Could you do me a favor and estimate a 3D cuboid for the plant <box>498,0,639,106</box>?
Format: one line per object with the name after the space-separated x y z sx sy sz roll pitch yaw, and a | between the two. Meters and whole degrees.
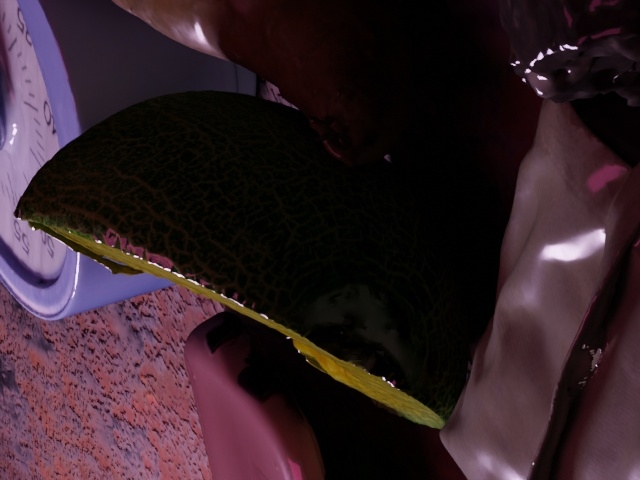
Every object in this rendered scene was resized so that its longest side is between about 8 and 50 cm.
0.105 -0.187 0.649 0.146 0.149 0.274 -5 -96 -88 | plant

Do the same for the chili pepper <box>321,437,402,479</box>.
0.053 0.217 1.147 0.224 0.061 0.098 59 160 23 | chili pepper

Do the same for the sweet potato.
-0.055 -0.157 1.031 0.422 0.130 0.130 45 145 41 | sweet potato

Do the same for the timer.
-0.204 -0.114 1.334 0.395 0.173 0.395 44 144 45 | timer

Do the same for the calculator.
-0.033 0.167 1.237 0.329 0.048 0.220 -146 44 -71 | calculator

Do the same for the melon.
0.000 0.000 0.975 0.169 0.265 0.129 16 77 59 | melon

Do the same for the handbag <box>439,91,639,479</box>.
0.155 0.100 0.787 0.316 0.109 0.253 -122 31 -42 | handbag
